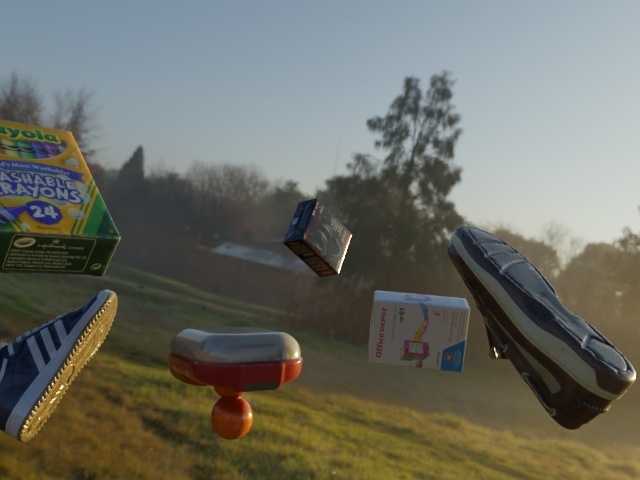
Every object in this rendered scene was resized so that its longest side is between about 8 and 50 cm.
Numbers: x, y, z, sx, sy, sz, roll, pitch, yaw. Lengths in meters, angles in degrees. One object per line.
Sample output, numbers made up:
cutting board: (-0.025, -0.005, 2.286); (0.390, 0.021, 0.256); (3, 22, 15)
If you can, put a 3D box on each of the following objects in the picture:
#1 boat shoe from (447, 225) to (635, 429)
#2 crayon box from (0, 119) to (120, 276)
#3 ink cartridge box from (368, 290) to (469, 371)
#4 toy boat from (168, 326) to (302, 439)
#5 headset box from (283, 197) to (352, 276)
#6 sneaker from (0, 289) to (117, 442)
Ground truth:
boat shoe: (0.200, 0.086, 0.726); (0.095, 0.095, 0.257); (11, 29, -32)
crayon box: (-0.452, -0.087, 1.032); (0.203, 0.083, 0.323); (4, 37, -42)
ink cartridge box: (0.126, 0.118, 0.903); (0.123, 0.088, 0.052); (5, 12, 5)
toy boat: (-0.124, 0.199, 0.961); (0.151, 0.151, 0.231); (2, -4, -27)
headset box: (0.000, 0.000, 0.835); (0.032, 0.062, 0.083); (-12, -44, 41)
sneaker: (-0.464, 0.172, 1.135); (0.153, 0.282, 0.099); (23, -36, 8)
